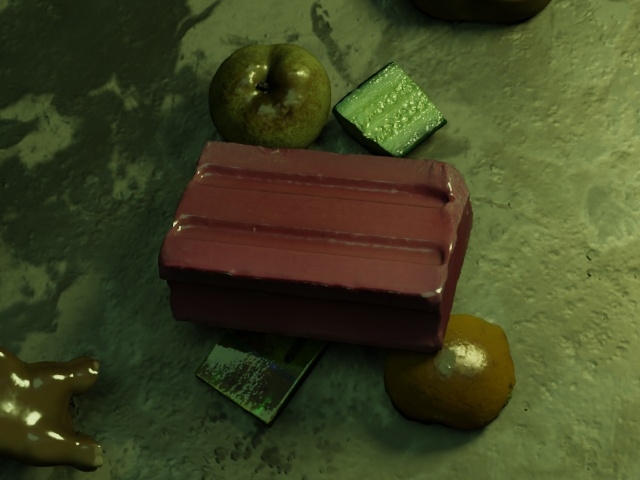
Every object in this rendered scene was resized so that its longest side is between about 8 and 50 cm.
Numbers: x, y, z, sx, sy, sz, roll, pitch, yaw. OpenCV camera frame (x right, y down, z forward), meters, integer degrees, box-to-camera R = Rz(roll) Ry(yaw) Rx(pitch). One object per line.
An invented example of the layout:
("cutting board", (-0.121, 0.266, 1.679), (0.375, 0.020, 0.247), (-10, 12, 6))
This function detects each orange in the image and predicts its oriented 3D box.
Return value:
("orange", (0.161, 0.163, 1.839), (0.170, 0.112, 0.160), (-42, 72, 3))

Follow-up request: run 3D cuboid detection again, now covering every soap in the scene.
("soap", (0.000, 0.000, 1.850), (0.360, 0.128, 0.233), (6, 50, 15))

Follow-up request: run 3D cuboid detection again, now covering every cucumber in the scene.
("cucumber", (0.095, -0.165, 1.986), (0.115, 0.062, 0.116), (-40, 78, -7))

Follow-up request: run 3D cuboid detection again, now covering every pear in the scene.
("pear", (-0.069, -0.188, 1.970), (0.167, 0.136, 0.167), (-1, 84, 7))

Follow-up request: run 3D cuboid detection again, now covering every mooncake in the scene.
("mooncake", (0.225, -0.419, 2.038), (0.235, 0.117, 0.234), (-3, 72, 8))

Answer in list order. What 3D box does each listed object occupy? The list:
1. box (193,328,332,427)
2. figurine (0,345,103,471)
("box", (-0.058, 0.131, 1.911), (0.121, 0.030, 0.193), (32, 77, 16))
("figurine", (-0.418, 0.213, 1.856), (0.247, 0.173, 0.177), (4, 72, -26))
